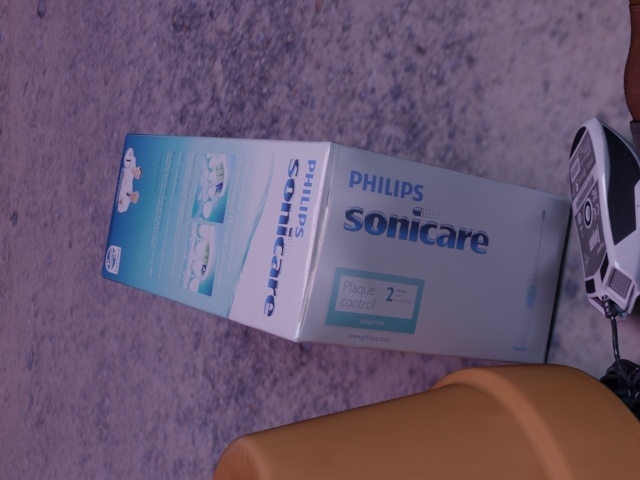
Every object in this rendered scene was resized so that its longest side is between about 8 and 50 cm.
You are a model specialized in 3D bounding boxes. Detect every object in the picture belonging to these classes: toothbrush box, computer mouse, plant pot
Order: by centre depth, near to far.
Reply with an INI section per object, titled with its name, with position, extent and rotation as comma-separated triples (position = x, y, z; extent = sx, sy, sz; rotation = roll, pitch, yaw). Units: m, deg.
[plant pot]
position = 0.048, 0.215, 0.592
extent = 0.291, 0.203, 0.291
rotation = -177, 90, -71
[computer mouse]
position = 0.189, 0.011, 0.635
extent = 0.106, 0.042, 0.193
rotation = 92, 177, -68
[toothbrush box]
position = 0.000, 0.000, 0.771
extent = 0.295, 0.216, 0.126
rotation = 9, 89, 54

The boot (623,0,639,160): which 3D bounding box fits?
[boot]
position = 0.209, -0.176, 0.516
extent = 0.264, 0.096, 0.280
rotation = 76, -178, -88
